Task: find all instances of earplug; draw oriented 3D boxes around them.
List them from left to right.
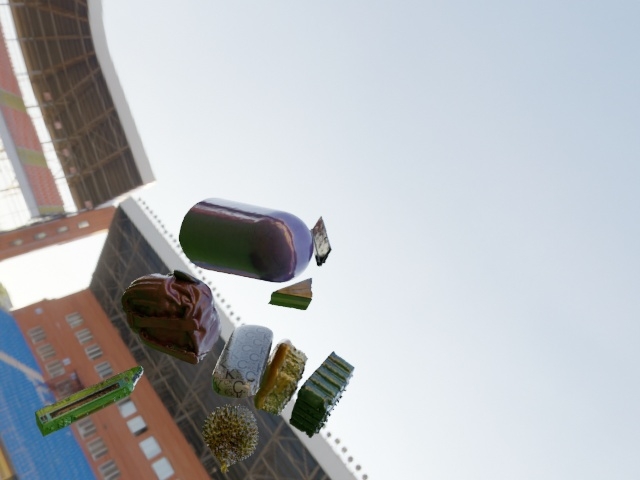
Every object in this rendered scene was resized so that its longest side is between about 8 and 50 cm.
[{"bbox_3d":[-0.185,0.000,1.319,0.456,0.215,0.214,9,-66,55],"label":"earplug"}]

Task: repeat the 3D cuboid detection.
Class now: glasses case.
[{"bbox_3d":[-0.226,0.354,1.553,0.137,0.354,0.085,7,-71,2],"label":"glasses case"}]

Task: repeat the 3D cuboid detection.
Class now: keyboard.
[{"bbox_3d":[0.000,0.000,1.287,0.060,0.018,0.195,-57,-160,19],"label":"keyboard"}]

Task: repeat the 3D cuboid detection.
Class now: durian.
[{"bbox_3d":[-0.224,0.485,1.284,0.147,0.208,0.102,28,-64,-10],"label":"durian"}]

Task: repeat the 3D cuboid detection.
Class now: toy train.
[{"bbox_3d":[-0.436,0.310,1.003,0.042,0.209,0.044,43,-47,29],"label":"toy train"}]

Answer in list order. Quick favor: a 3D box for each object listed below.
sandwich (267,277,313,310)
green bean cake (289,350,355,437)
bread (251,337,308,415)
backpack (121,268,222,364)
[{"bbox_3d":[-0.084,0.141,1.432,0.074,0.117,0.074,116,-20,-47],"label":"sandwich"},{"bbox_3d":[0.009,0.458,1.534,0.107,0.208,0.193,28,-49,17],"label":"green bean cake"},{"bbox_3d":[-0.135,0.439,1.666,0.245,0.121,0.174,-66,-165,-7],"label":"bread"},{"bbox_3d":[-0.328,0.162,1.118,0.230,0.138,0.229,12,-46,13],"label":"backpack"}]
